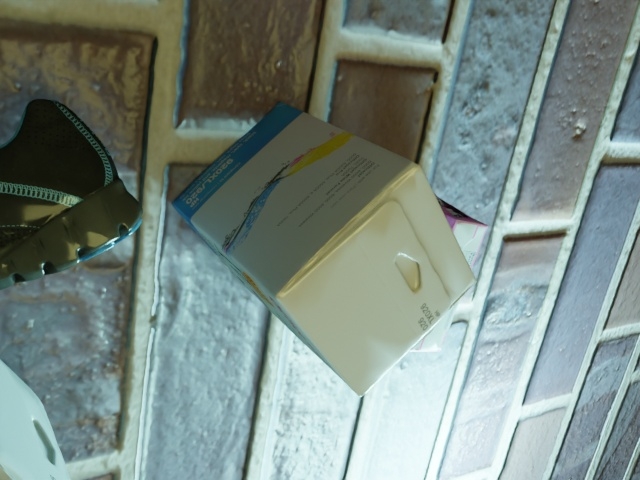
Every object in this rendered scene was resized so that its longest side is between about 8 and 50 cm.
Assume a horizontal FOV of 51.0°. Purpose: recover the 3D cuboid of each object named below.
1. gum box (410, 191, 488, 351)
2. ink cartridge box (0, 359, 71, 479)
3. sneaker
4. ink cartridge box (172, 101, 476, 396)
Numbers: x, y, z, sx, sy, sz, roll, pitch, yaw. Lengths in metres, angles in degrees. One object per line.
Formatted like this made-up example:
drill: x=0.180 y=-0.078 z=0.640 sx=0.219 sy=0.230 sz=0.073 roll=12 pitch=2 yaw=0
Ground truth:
gum box: x=0.131 y=0.035 z=0.866 sx=0.062 sy=0.107 sz=0.189 roll=7 pitch=108 yaw=-37
ink cartridge box: x=-0.375 y=0.240 z=0.536 sx=0.307 sy=0.223 sz=0.129 roll=-36 pitch=127 yaw=-16
sneaker: x=-0.327 y=0.006 z=0.550 sx=0.340 sy=0.125 sz=0.140 roll=-29 pitch=99 yaw=-17
ink cartridge box: x=0.000 y=0.000 z=0.675 sx=0.168 sy=0.232 sz=0.171 roll=-44 pitch=129 yaw=-10
